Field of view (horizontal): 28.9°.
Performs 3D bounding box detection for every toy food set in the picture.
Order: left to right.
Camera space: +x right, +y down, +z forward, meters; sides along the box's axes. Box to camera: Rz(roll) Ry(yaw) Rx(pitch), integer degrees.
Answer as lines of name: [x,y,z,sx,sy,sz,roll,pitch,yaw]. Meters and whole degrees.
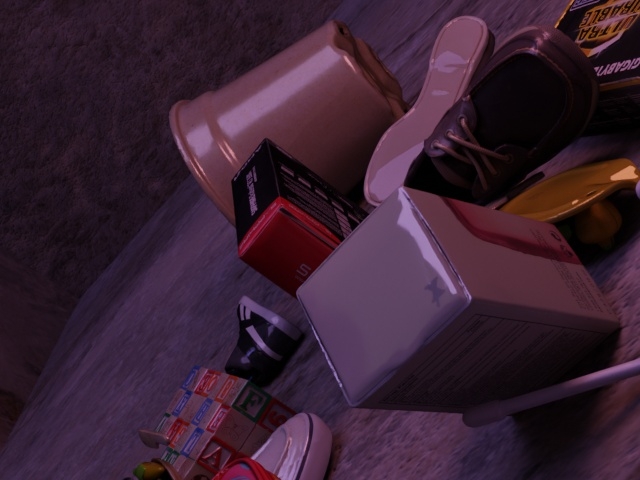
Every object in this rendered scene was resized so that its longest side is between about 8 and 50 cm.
toy food set: [-0.198,0.339,1.592,0.038,0.192,0.132,-21,3,-25]
toy food set: [0.247,-0.020,1.265,0.128,0.071,0.218,-33,10,-19]

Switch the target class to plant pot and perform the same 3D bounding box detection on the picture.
plant pot: [-0.025,-0.187,2.048,0.305,0.334,0.334,-38,19,17]

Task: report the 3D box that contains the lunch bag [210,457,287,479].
lunch bag: [-0.067,0.353,1.218,0.258,0.120,0.293,-46,27,1]

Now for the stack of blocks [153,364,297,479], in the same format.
stack of blocks: [-0.156,0.280,1.767,0.171,0.087,0.297,-57,15,-12]

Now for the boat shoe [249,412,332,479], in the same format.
boat shoe: [-0.133,0.336,1.434,0.367,0.156,0.136,-58,15,-12]

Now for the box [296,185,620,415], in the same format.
box: [0.122,0.060,1.081,0.148,0.232,0.127,-46,54,27]

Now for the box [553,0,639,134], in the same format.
box: [0.361,-0.243,1.376,0.257,0.079,0.322,-54,14,-9]

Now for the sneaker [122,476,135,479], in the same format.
sneaker: [-0.338,0.426,2.064,0.047,0.057,0.119,-51,14,19]

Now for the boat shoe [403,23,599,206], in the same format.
boat shoe: [0.188,-0.102,1.371,0.130,0.132,0.355,-47,-6,-26]

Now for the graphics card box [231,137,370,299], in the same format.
graphics card box: [0.000,0.000,1.636,0.094,0.233,0.371,-51,16,11]

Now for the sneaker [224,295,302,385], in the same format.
sneaker: [-0.112,0.159,1.919,0.121,0.079,0.217,-54,16,-7]

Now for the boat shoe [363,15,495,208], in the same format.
boat shoe: [0.174,-0.168,1.799,0.112,0.095,0.335,14,68,36]

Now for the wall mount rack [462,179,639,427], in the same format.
wall mount rack: [0.223,0.115,0.902,0.350,0.130,0.304,-76,11,-58]
